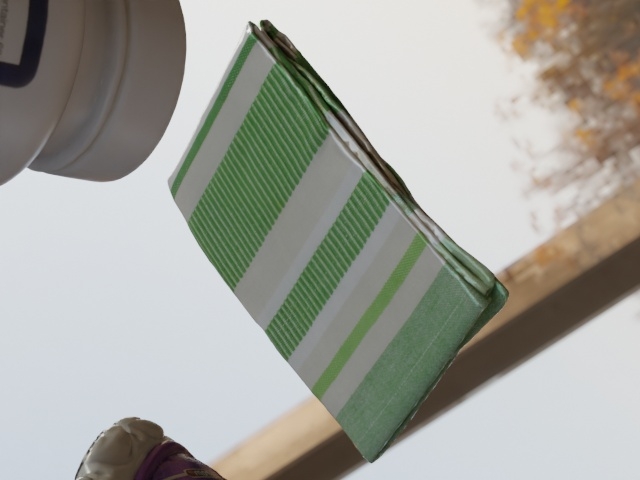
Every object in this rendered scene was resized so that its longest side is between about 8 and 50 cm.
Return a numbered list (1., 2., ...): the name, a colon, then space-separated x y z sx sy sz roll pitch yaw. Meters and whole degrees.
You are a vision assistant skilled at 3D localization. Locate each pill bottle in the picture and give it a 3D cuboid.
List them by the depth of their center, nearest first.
1. pill bottle: -0.144 -0.074 0.575 0.187 0.112 0.112 11 -136 -41

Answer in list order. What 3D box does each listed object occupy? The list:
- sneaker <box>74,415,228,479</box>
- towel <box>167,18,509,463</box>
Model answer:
1. sneaker: -0.044 0.097 0.406 0.071 0.068 0.170 23 -155 4
2. towel: 0.000 0.000 1.470 0.038 0.248 0.325 -23 -114 -42
